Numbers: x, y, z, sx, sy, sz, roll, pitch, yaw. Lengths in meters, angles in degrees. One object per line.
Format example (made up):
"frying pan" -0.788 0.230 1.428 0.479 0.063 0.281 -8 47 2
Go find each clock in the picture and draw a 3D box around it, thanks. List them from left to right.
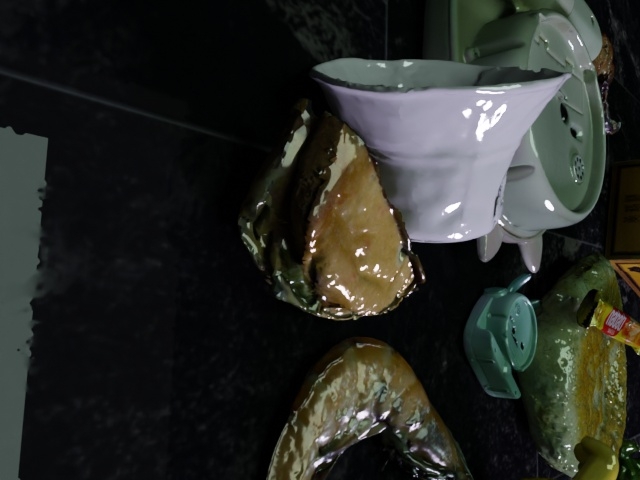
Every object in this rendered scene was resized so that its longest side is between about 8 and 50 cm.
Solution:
"clock" 0.209 0.099 0.634 0.135 0.041 0.101 -54 124 -35
"clock" 0.224 -0.130 0.620 0.265 0.109 0.324 9 80 -46

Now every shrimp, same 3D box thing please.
"shrimp" 0.047 0.211 0.455 0.262 0.051 0.198 52 59 -27

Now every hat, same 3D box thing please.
"hat" 0.085 -0.073 0.444 0.203 0.203 0.126 -21 121 -46

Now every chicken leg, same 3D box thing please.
"chicken leg" 0.432 -0.265 0.899 0.253 0.051 0.106 36 68 -40

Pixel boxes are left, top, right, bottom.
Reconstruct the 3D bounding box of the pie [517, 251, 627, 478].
"pie" 0.359 0.175 0.773 0.323 0.070 0.323 4 85 -48

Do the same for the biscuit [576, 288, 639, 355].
"biscuit" 0.386 0.110 0.735 0.292 0.026 0.048 21 93 -47

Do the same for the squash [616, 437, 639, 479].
"squash" 0.488 0.490 0.861 0.101 0.101 0.378 -6 89 -47

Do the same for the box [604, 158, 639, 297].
"box" 0.625 0.001 1.057 0.301 0.084 0.193 30 65 -41

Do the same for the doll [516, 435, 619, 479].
"doll" 0.186 0.339 0.524 0.363 0.145 0.199 -29 120 -36

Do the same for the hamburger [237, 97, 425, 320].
"hamburger" -0.006 0.001 0.392 0.102 0.087 0.176 -43 131 -16
